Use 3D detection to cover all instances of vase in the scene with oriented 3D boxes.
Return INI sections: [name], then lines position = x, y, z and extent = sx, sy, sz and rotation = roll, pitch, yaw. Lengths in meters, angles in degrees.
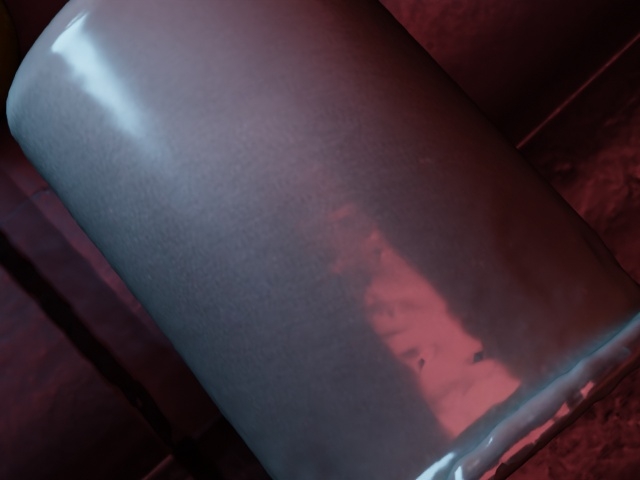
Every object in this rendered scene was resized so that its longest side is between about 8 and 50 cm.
[vase]
position = 0.000, 0.000, 0.798
extent = 0.245, 0.245, 0.291
rotation = -40, 79, -6

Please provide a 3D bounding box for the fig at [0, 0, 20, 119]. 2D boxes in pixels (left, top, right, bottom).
[fig]
position = -0.201, -0.102, 0.780
extent = 0.124, 0.236, 0.124
rotation = 1, 85, -12
